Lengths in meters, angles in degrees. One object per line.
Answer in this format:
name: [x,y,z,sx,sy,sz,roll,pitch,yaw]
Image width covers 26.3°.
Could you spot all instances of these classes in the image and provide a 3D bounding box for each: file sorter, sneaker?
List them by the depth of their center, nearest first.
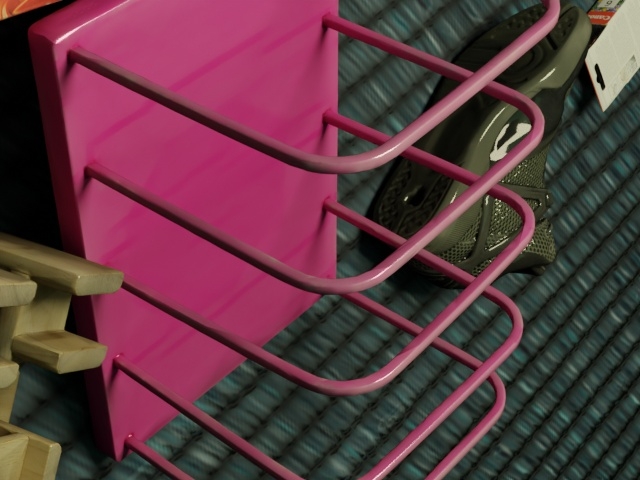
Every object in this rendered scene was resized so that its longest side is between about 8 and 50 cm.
file sorter: [0.000,0.000,0.728,0.202,0.182,0.291,-38,143,-36]
sneaker: [0.136,-0.060,0.994,0.130,0.087,0.228,46,68,-44]

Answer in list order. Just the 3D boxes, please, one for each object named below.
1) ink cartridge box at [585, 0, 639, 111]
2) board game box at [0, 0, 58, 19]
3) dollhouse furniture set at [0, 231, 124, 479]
ink cartridge box: [0.241,-0.165,1.122,0.115,0.029,0.063,-49,130,-27]
board game box: [-0.169,-0.259,0.622,0.302,0.086,0.308,-30,119,-40]
dollhouse furniture set: [-0.235,0.098,0.614,0.242,0.161,0.212,-2,107,-67]
